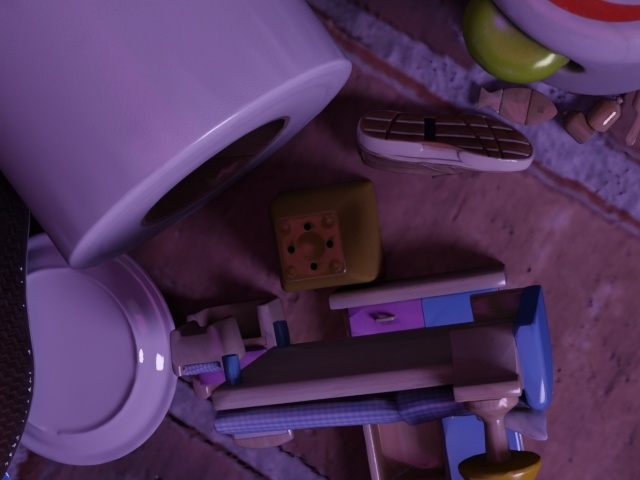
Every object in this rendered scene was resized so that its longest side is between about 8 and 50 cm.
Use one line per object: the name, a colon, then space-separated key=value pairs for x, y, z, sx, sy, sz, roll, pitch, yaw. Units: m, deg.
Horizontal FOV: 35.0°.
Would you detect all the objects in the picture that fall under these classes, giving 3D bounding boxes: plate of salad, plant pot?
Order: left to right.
plate of salad: x=-0.207 y=0.090 z=0.856 sx=0.199 sy=0.048 sz=0.200 roll=2 pitch=97 yaw=16
plant pot: x=0.000 y=0.000 z=0.785 sx=0.081 sy=0.083 sz=0.081 roll=-8 pitch=95 yaw=14

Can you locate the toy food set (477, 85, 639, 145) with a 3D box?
toy food set: x=0.187 y=-0.117 z=0.767 sx=0.122 sy=0.019 sz=0.078 roll=21 pitch=100 yaw=17

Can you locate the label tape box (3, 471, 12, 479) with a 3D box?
label tape box: x=-0.430 y=0.157 z=0.883 sx=0.240 sy=0.106 sz=0.334 roll=-22 pitch=91 yaw=14

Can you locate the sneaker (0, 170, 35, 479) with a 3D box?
sneaker: x=-0.303 y=0.075 z=0.813 sx=0.123 sy=0.106 sz=0.290 roll=0 pitch=83 yaw=27

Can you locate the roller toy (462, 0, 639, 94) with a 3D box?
roller toy: x=0.198 y=-0.201 z=0.688 sx=0.209 sy=0.146 sz=0.191 roll=-4 pitch=86 yaw=8

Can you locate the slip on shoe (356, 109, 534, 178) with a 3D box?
slip on shoe: x=0.094 y=-0.068 z=0.781 sx=0.135 sy=0.051 sz=0.041 roll=5 pitch=137 yaw=4

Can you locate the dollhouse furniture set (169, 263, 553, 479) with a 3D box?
dollhouse furniture set: x=0.020 y=0.146 z=0.685 sx=0.286 sy=0.303 sz=0.198 roll=-9 pitch=93 yaw=13

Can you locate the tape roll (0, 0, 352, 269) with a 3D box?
tape roll: x=-0.122 y=-0.115 z=0.716 sx=0.246 sy=0.246 sz=0.169 roll=-36 pitch=87 yaw=13
